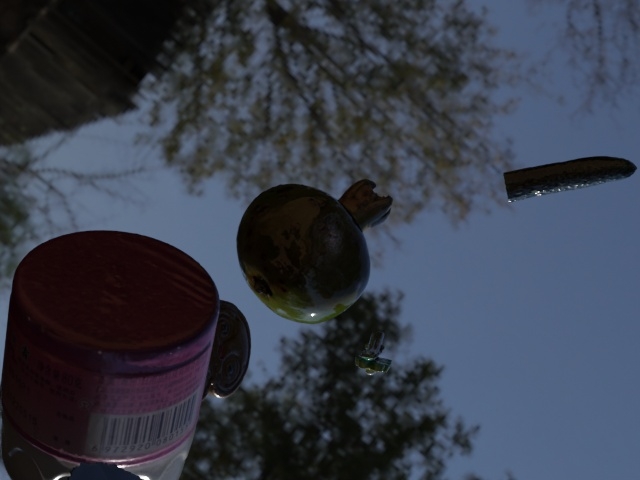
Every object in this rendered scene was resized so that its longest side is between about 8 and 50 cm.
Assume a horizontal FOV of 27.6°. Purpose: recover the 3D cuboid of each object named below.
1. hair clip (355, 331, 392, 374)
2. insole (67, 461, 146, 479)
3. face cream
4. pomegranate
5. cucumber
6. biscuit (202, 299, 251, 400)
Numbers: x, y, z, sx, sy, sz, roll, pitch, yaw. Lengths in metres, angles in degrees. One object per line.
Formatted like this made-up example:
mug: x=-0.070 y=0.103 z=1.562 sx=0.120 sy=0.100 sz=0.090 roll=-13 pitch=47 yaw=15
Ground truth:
hair clip: x=0.072 y=0.153 z=1.704 sx=0.049 sy=0.049 sz=0.173 roll=-47 pitch=177 yaw=6
insole: x=-0.041 y=0.196 z=0.690 sx=0.007 sy=0.322 sz=0.109 roll=-31 pitch=-128 yaw=8
face cream: x=-0.185 y=0.115 z=1.123 sx=0.175 sy=0.175 sz=0.195 roll=-91 pitch=-167 yaw=-58
pomegranate: x=-0.002 y=0.015 z=1.653 sx=0.179 sy=0.210 sz=0.179 roll=19 pitch=-68 yaw=59
cucumber: x=0.252 y=-0.065 z=1.315 sx=0.133 sy=0.032 sz=0.032 roll=-10 pitch=-147 yaw=9
biscuit: x=-0.139 y=0.142 z=1.627 sx=0.026 sy=0.124 sz=0.175 roll=-3 pitch=-168 yaw=34
